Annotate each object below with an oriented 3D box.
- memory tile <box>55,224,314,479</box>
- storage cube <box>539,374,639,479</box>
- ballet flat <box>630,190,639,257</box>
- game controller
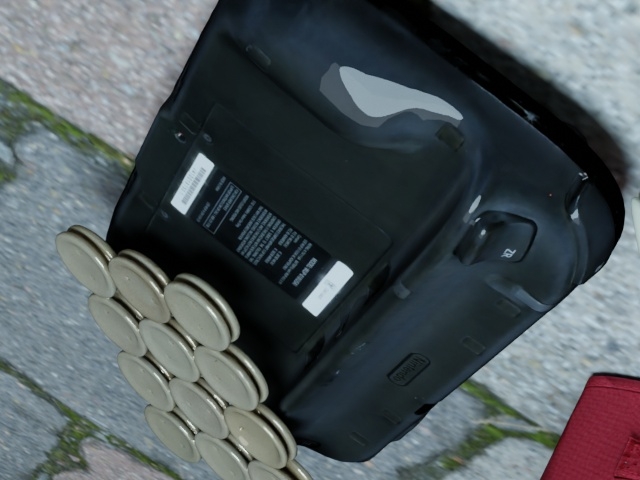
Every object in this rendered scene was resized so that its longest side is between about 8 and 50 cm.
[{"bbox_3d":[-0.058,0.059,0.838,0.113,0.012,0.148,21,144,42],"label":"memory tile"},{"bbox_3d":[0.174,0.195,0.750,0.183,0.193,0.215,9,147,37],"label":"storage cube"},{"bbox_3d":[0.139,-0.010,0.586,0.079,0.077,0.221,42,152,19],"label":"ballet flat"},{"bbox_3d":[0.000,0.000,0.761,0.166,0.067,0.319,45,153,3],"label":"game controller"}]
